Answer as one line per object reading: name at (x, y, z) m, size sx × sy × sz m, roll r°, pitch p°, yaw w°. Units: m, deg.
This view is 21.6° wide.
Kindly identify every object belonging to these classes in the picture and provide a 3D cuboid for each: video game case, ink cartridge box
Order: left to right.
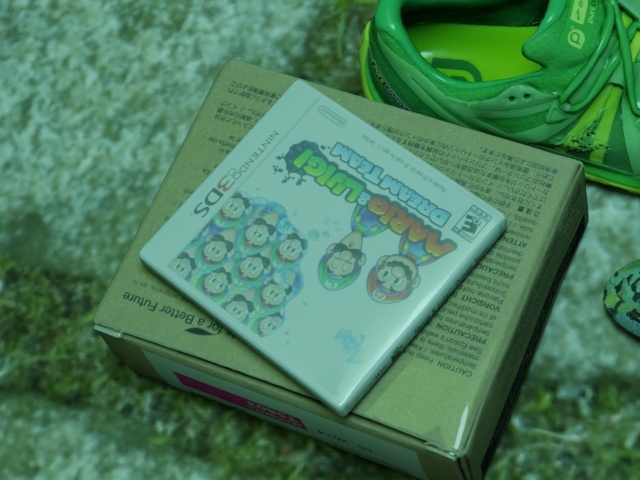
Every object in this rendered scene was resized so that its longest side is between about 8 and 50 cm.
video game case at (0.000, 0.000, 0.937) m, size 0.157 × 0.019 × 0.143 m, roll 36°, pitch 76°, yaw 25°
ink cartridge box at (0.016, 0.018, 0.986) m, size 0.235 × 0.088 × 0.193 m, roll 19°, pitch 70°, yaw 19°

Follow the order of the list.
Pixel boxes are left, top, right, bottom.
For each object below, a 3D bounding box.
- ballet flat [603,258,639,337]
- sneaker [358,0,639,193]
ballet flat at (0.252, 0.036, 0.941) m, size 0.188 × 0.070 × 0.070 m, roll 10°, pitch 66°, yaw 17°
sneaker at (0.165, -0.098, 0.992) m, size 0.296 × 0.123 × 0.109 m, roll 4°, pitch 65°, yaw 11°
